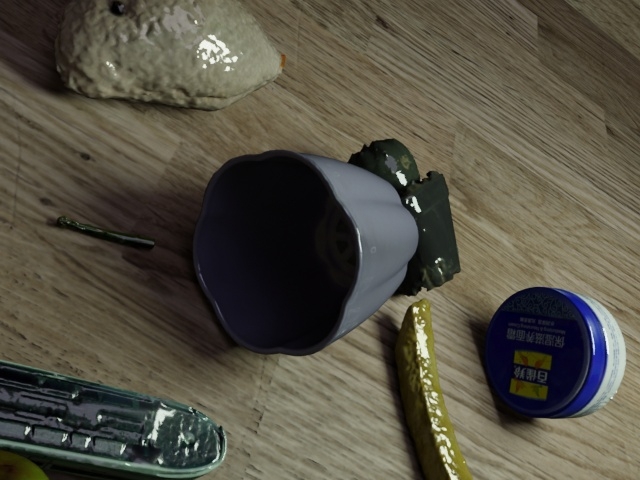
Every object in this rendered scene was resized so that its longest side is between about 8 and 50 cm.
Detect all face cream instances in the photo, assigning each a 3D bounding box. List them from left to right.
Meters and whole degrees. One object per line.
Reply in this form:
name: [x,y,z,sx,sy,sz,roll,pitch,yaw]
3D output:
face cream: [0.374,0.180,1.135,0.111,0.206,0.206,12,52,-34]

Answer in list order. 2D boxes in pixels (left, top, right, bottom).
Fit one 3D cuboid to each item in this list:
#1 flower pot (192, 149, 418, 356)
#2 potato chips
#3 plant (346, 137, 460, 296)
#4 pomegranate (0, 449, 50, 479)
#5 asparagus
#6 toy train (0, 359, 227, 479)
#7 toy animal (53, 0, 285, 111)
flower pot: [0.000,0.000,0.966,0.243,0.265,0.265,-16,69,-55]
potato chips: [0.172,0.275,1.005,0.057,0.080,0.407,21,45,-46]
plant: [0.126,-0.039,1.146,0.141,0.164,0.256,-26,88,-45]
pomegranate: [-0.294,0.274,0.607,0.159,0.159,0.205,-22,99,-45]
asparagus: [-0.275,-0.009,0.915,0.127,0.018,0.015,15,16,-29]
toy train: [-0.293,0.180,0.707,0.406,0.088,0.087,21,50,-25]
toy animal: [-0.213,-0.309,1.063,0.358,0.188,0.227,1,64,-38]
